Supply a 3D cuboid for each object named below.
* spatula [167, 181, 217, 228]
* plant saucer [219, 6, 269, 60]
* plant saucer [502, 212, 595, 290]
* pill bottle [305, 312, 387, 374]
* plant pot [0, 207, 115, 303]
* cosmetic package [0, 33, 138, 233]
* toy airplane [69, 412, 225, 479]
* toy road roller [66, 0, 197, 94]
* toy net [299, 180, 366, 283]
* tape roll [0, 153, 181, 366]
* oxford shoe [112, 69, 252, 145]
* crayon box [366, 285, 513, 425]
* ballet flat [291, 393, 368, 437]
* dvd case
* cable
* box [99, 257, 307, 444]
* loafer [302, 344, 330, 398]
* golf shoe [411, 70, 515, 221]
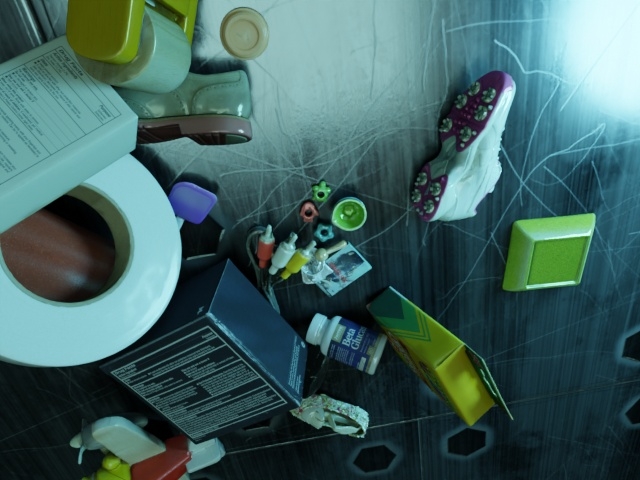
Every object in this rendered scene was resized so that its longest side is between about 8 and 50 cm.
[{"bbox_3d":[-0.310,0.002,1.023,0.084,0.030,0.297,27,115,-19],"label":"spatula"},{"bbox_3d":[-0.128,-0.346,0.846,0.083,0.013,0.084,-3,120,-4],"label":"plant saucer"},{"bbox_3d":[0.519,0.040,1.129,0.188,0.045,0.189,-6,121,-3],"label":"plant saucer"},{"bbox_3d":[0.057,0.227,1.136,0.169,0.094,0.094,20,120,12],"label":"pill bottle"},{"bbox_3d":[-0.531,0.049,0.908,0.264,0.273,0.272,25,115,-28],"label":"plant pot"},{"bbox_3d":[-0.423,-0.123,0.674,0.309,0.113,0.160,-41,91,-28],"label":"cosmetic package"},{"bbox_3d":[-0.430,0.527,1.218,0.384,0.272,0.387,3,119,-53],"label":"toy airplane"},{"bbox_3d":[-0.301,-0.382,0.682,0.240,0.202,0.330,10,101,5],"label":"toy road roller"},{"bbox_3d":[0.000,0.000,1.038,0.121,0.045,0.232,20,114,-11],"label":"toy net"},{"bbox_3d":[-0.417,0.007,0.815,0.072,0.392,0.392,-15,129,45],"label":"tape roll"},{"bbox_3d":[-0.286,-0.237,0.858,0.347,0.123,0.131,3,89,-2],"label":"oxford shoe"},{"bbox_3d":[0.239,0.247,1.058,0.081,0.318,0.202,-38,119,-8],"label":"crayon box"},{"bbox_3d":[0.021,0.452,1.301,0.240,0.077,0.091,18,118,-15],"label":"ballet flat"},{"bbox_3d":[0.041,0.065,1.110,0.119,0.013,0.087,-35,118,16],"label":"dvd case"},{"bbox_3d":[-0.117,0.084,1.068,0.139,0.072,0.288,22,118,-4],"label":"cable"},{"bbox_3d":[-0.230,0.240,1.063,0.296,0.183,0.294,-26,120,21],"label":"box"},{"bbox_3d":[-0.009,0.305,1.230,0.061,0.062,0.170,-2,122,-52],"label":"loafer"},{"bbox_3d":[0.291,-0.167,0.956,0.140,0.115,0.306,8,126,-23],"label":"golf shoe"}]
